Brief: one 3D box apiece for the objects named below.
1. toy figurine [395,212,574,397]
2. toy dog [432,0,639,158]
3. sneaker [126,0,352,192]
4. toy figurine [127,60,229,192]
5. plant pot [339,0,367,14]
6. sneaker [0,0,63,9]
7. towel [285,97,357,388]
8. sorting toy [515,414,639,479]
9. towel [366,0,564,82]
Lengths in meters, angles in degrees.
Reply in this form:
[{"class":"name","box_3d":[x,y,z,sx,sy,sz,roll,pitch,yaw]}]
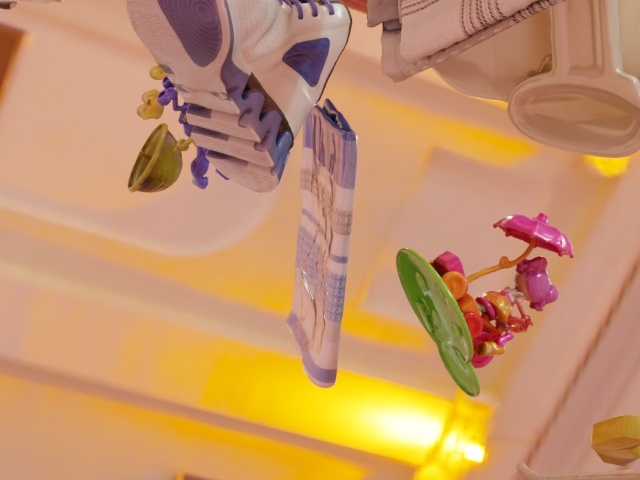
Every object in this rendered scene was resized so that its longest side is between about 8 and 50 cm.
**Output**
[{"class":"toy figurine","box_3d":[0.183,0.047,1.580,0.130,0.159,0.173,30,-33,64]},{"class":"toy dog","box_3d":[0.321,-0.258,1.803,0.395,0.408,0.284,-7,-81,41]},{"class":"sneaker","box_3d":[-0.070,-0.215,1.559,0.182,0.127,0.315,-55,147,-28]},{"class":"toy figurine","box_3d":[-0.151,-0.173,2.485,0.191,0.217,0.362,-28,-146,33]},{"class":"plant pot","box_3d":[0.005,-0.459,2.245,0.272,0.265,0.272,-57,-162,31]},{"class":"sneaker","box_3d":[-0.239,-0.186,1.025,0.330,0.146,0.122,-23,-135,21]},{"class":"towel","box_3d":[0.000,0.000,1.728,0.209,0.034,0.285,-119,-147,-71]},{"class":"sorting toy","box_3d":[0.277,0.217,1.274,0.229,0.307,0.041,-2,-119,24]},{"class":"towel","box_3d":[0.159,-0.328,1.424,0.324,0.056,0.312,-24,-123,40]}]
